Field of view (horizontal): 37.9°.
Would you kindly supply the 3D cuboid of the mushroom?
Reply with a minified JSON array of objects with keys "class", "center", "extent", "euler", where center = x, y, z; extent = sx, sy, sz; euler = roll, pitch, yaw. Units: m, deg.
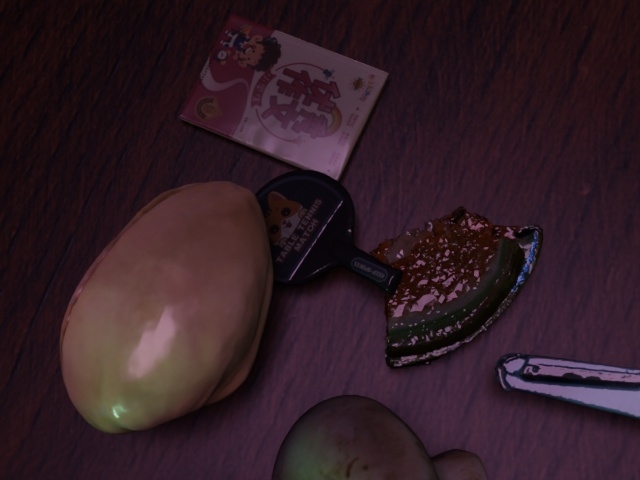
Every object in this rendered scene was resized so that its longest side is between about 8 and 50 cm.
[{"class":"mushroom","center":[0.070,0.286,0.999],"extent":[0.244,0.243,0.243],"euler":[-2,76,6]}]

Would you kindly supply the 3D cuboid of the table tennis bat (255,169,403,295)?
[{"class":"table tennis bat","center":[0.000,0.000,1.123],"extent":[0.236,0.027,0.150],"euler":[30,83,32]}]

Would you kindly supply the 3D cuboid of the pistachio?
[{"class":"pistachio","center":[-0.170,0.074,1.069],"extent":[0.214,0.193,0.317],"euler":[28,72,-23]}]

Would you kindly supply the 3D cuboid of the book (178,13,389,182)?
[{"class":"book","center":[-0.049,-0.186,1.207],"extent":[0.232,0.022,0.162],"euler":[23,80,12]}]

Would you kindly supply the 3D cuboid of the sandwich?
[{"class":"sandwich","center":[0.160,0.042,1.096],"extent":[0.235,0.079,0.159],"euler":[-24,75,1]}]

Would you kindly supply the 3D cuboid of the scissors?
[{"class":"scissors","center":[0.383,0.180,1.002],"extent":[0.393,0.032,0.180],"euler":[10,79,10]}]
